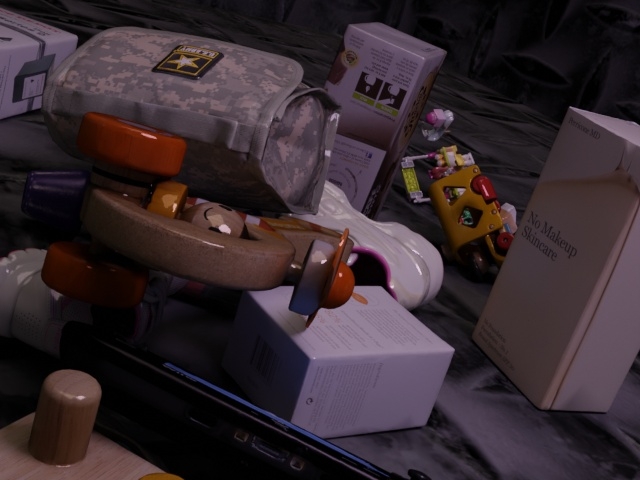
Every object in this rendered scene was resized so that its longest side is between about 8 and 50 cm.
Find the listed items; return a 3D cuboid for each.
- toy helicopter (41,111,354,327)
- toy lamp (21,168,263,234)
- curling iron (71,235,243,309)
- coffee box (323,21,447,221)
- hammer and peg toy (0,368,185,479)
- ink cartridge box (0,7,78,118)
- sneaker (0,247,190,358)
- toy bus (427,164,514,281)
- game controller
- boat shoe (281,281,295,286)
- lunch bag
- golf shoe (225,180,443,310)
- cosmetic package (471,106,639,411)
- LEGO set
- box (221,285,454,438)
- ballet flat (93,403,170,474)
[{"bbox_3d":[-0.049,0.002,0.796,0.235,0.140,0.355,20,7,24],"label":"toy helicopter"},{"bbox_3d":[-0.208,-0.028,1.073,0.275,0.080,0.080,14,20,-21],"label":"toy lamp"},{"bbox_3d":[-0.140,0.047,0.996,0.274,0.035,0.068,15,6,-3],"label":"curling iron"},{"bbox_3d":[0.055,-0.145,1.284,0.119,0.297,0.168,26,20,10],"label":"coffee box"},{"bbox_3d":[-0.158,0.201,0.427,0.266,0.127,0.361,25,21,19],"label":"hammer and peg toy"},{"bbox_3d":[-0.531,-0.277,1.371,0.211,0.121,0.289,21,19,6],"label":"ink cartridge box"},{"bbox_3d":[-0.188,0.055,0.851,0.111,0.103,0.252,32,29,22],"label":"sneaker"},{"bbox_3d":[0.230,-0.006,1.352,0.104,0.191,0.202,-24,16,11],"label":"toy bus"},{"bbox_3d":[-0.041,0.141,0.665,0.319,0.067,0.166,27,-18,-4],"label":"game controller"},{"bbox_3d":[-0.082,0.015,1.028,0.152,0.056,0.049,30,1,24],"label":"boat shoe"},{"bbox_3d":[-0.125,-0.127,0.973,0.235,0.169,0.287,14,3,12],"label":"lunch bag"},{"bbox_3d":[0.000,0.000,1.132,0.306,0.115,0.140,24,24,18],"label":"golf shoe"},{"bbox_3d":[0.306,0.024,1.037,0.113,0.309,0.160,7,22,-27],"label":"cosmetic package"},{"bbox_3d":[0.222,-0.089,1.577,0.107,0.132,0.287,-9,53,-21],"label":"LEGO set"},{"bbox_3d":[0.016,0.112,0.871,0.170,0.091,0.130,3,24,-35],"label":"box"},{"bbox_3d":[-0.144,0.159,0.665,0.168,0.057,0.052,34,15,36],"label":"ballet flat"}]
